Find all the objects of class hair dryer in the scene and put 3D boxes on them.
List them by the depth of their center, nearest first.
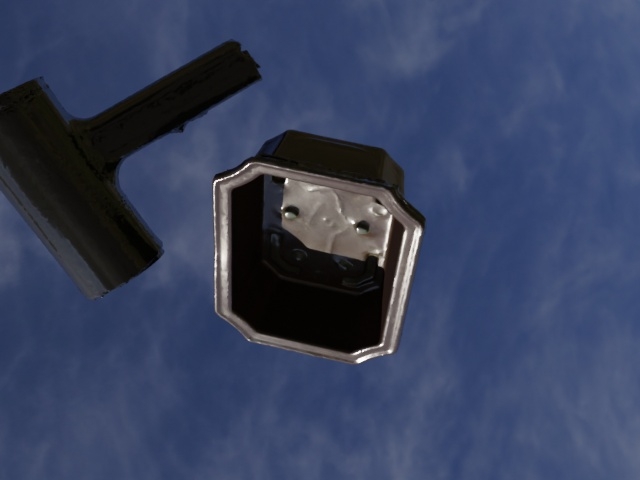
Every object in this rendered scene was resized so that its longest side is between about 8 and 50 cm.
[{"bbox_3d":[-0.158,-0.091,0.858,0.251,0.089,0.197,-35,-76,-7],"label":"hair dryer"}]

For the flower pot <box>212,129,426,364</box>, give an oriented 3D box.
[{"bbox_3d":[0.000,0.000,0.875,0.179,0.250,0.084,13,-131,5],"label":"flower pot"}]
